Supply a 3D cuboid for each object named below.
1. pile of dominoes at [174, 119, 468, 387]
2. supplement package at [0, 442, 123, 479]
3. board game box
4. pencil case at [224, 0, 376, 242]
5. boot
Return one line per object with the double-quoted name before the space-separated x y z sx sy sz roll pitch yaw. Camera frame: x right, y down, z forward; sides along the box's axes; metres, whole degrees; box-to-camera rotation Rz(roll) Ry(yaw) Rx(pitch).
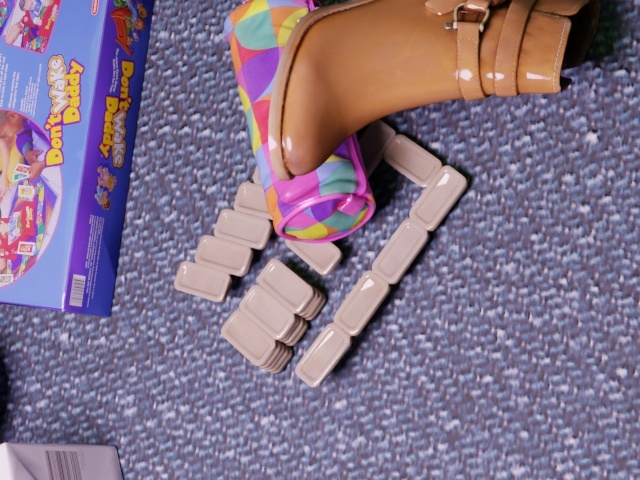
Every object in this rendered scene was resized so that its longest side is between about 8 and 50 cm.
"pile of dominoes" 0.000 0.000 1.551 0.196 0.040 0.251 39 94 31
"supplement package" -0.342 0.317 1.603 0.293 0.177 0.175 -22 73 24
"board game box" -0.304 -0.107 1.700 0.233 0.078 0.347 5 85 30
"pencil case" -0.020 -0.117 1.516 0.104 0.104 0.236 -24 67 24
"boot" 0.097 -0.138 1.410 0.220 0.283 0.109 15 135 22
